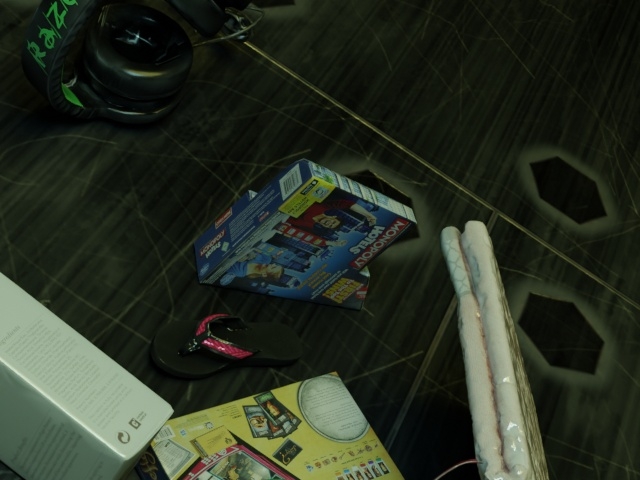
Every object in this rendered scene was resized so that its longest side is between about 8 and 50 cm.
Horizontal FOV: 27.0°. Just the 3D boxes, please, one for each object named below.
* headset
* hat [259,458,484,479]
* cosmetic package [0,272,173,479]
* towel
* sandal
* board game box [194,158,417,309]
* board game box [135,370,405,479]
[{"bbox_3d":[-0.194,-0.264,1.507,0.185,0.243,0.394,45,22,16],"label":"headset"},{"bbox_3d":[0.001,0.272,1.088,0.173,0.183,0.209,15,73,-25],"label":"hat"},{"bbox_3d":[-0.256,0.128,1.165,0.231,0.117,0.085,39,40,3],"label":"cosmetic package"},{"bbox_3d":[0.182,0.195,1.279,0.053,0.332,0.317,-13,45,10],"label":"towel"},{"bbox_3d":[-0.092,0.100,1.358,0.179,0.040,0.067,-2,53,-35],"label":"sandal"},{"bbox_3d":[0.000,0.000,1.435,0.194,0.194,0.060,22,41,-36],"label":"board game box"},{"bbox_3d":[-0.042,0.226,1.269,0.243,0.042,0.165,-11,58,-40],"label":"board game box"}]
